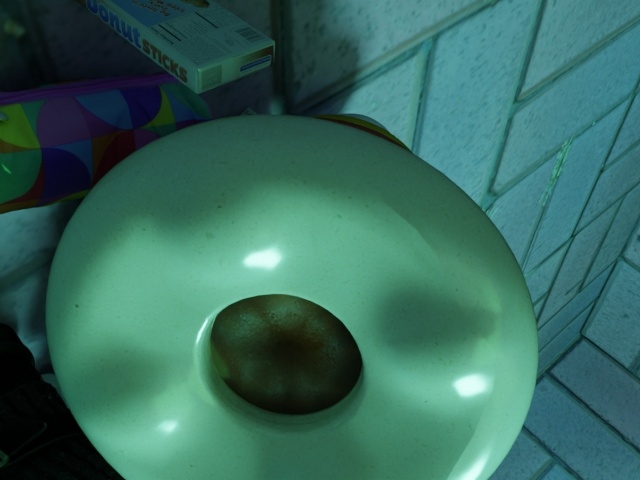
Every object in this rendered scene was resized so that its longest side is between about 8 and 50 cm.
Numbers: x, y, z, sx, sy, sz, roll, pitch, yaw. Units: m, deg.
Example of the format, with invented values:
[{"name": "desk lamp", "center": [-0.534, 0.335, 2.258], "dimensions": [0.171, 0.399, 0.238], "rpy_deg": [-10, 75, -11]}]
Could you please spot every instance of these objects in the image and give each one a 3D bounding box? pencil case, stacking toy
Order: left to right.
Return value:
[{"name": "pencil case", "center": [-0.198, -0.081, 0.608], "dimensions": [0.236, 0.104, 0.104], "rpy_deg": [-19, 140, -46]}, {"name": "stacking toy", "center": [0.000, 0.000, 0.722], "dimensions": [0.480, 0.351, 0.350], "rpy_deg": [-72, -172, -64]}]

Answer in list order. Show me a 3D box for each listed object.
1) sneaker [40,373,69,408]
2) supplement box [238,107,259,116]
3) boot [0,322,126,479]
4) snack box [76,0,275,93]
[{"name": "sneaker", "center": [-0.324, 0.251, 0.865], "dimensions": [0.235, 0.090, 0.095], "rpy_deg": [-50, 162, 4]}, {"name": "supplement box", "center": [-0.090, -0.084, 0.822], "dimensions": [0.098, 0.036, 0.062], "rpy_deg": [-46, 153, -7]}, {"name": "boot", "center": [-0.334, 0.238, 0.633], "dimensions": [0.348, 0.260, 0.131], "rpy_deg": [-34, 149, -26]}, {"name": "snack box", "center": [-0.113, -0.160, 0.538], "dimensions": [0.064, 0.178, 0.022], "rpy_deg": [-30, 145, -32]}]
